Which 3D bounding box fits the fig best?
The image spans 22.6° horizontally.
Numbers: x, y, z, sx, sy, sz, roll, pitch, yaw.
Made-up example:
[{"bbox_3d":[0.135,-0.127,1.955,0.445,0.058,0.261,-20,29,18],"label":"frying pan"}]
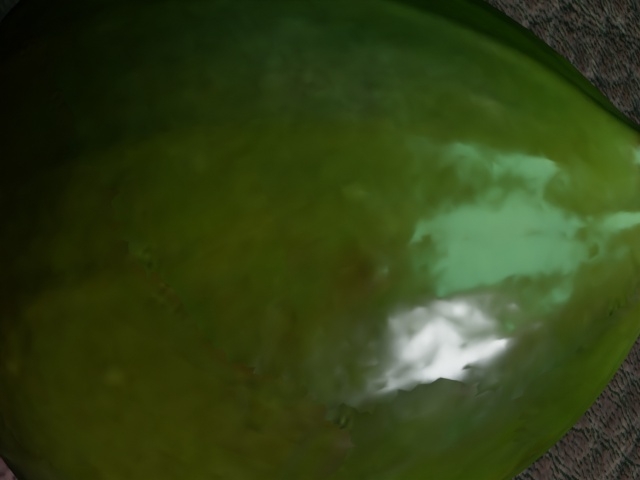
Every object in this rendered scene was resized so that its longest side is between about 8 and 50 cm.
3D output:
[{"bbox_3d":[0.000,0.000,0.711,0.316,0.316,0.316,23,62,-52],"label":"fig"}]
